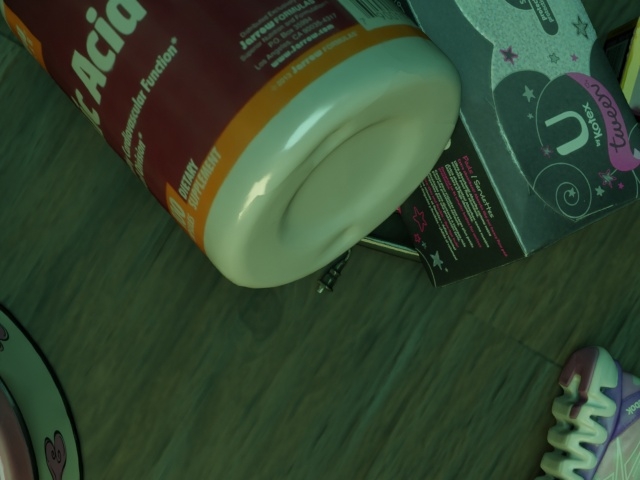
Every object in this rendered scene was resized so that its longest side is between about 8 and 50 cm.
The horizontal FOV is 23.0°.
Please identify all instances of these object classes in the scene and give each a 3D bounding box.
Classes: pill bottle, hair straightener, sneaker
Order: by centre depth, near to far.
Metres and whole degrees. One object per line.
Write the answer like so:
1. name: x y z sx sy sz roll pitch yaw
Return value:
1. pill bottle: -0.100 -0.173 1.176 0.224 0.224 0.392 -42 69 -2
2. hair straightener: 0.000 0.000 1.325 0.230 0.047 0.089 8 90 -4
3. sneaker: 0.234 0.213 1.326 0.104 0.095 0.236 19 89 -11

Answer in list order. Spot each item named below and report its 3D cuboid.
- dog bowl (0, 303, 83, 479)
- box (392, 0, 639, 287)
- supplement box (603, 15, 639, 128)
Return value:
1. dog bowl: -0.401 0.207 1.253 0.407 0.150 0.408 0 90 -3
2. box: 0.135 -0.112 1.258 0.163 0.142 0.247 -25 91 -29
3. supplement box: 0.331 -0.119 1.317 0.188 0.104 0.081 16 90 -4
